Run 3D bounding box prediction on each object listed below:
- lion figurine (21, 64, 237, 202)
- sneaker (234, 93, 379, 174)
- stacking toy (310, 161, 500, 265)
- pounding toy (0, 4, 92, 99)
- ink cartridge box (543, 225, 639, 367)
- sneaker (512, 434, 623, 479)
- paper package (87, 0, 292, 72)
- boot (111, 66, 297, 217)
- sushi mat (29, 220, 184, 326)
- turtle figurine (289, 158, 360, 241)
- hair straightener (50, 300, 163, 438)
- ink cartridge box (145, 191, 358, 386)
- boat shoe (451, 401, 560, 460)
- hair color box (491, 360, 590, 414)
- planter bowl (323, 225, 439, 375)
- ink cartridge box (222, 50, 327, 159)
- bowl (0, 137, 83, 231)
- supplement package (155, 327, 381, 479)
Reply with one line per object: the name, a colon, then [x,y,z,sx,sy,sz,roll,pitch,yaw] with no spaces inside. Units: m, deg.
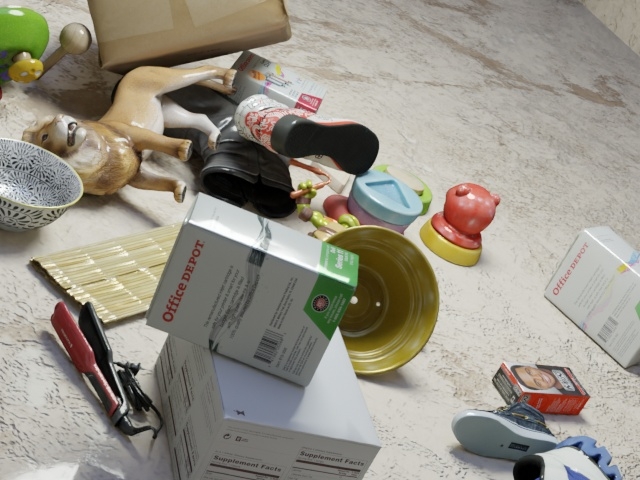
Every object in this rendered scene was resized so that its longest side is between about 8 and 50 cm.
lion figurine: [-0.292,-0.184,1.987,0.240,0.142,0.392,15,31,9]
sneaker: [-0.024,-0.182,2.118,0.145,0.090,0.270,28,14,36]
stacking toy: [0.151,-0.097,2.282,0.309,0.130,0.279,7,34,-35]
pounding toy: [-0.488,-0.277,2.021,0.237,0.183,0.110,-1,64,-48]
ink cartridge box: [0.524,0.097,2.249,0.093,0.154,0.212,-7,42,-48]
sneaker: [0.352,0.382,1.653,0.182,0.127,0.315,1,30,-35]
paper package: [-0.220,-0.399,2.178,0.324,0.168,0.309,-13,3,1]
boot: [-0.191,-0.166,2.125,0.338,0.118,0.223,14,36,-13]
sushi mat: [-0.251,0.042,1.800,0.151,0.019,0.316,41,31,22]
turtle figurine: [0.000,0.000,2.020,0.269,0.087,0.217,47,40,4]
hair straightener: [-0.249,0.159,1.566,0.089,0.047,0.230,-2,39,-43]
ink cartridge box: [-0.080,0.056,1.466,0.208,0.153,0.087,22,27,-7]
boat shoe: [0.257,0.268,1.822,0.183,0.065,0.083,21,25,-24]
hair color box: [0.345,0.231,1.977,0.141,0.043,0.072,7,34,-33]
planter bowl: [0.060,0.088,1.869,0.217,0.217,0.090,21,-7,-13]
ink cartridge box: [-0.099,-0.245,2.318,0.176,0.127,0.128,25,27,-2]
bowl: [-0.425,-0.064,1.763,0.170,0.080,0.170,22,27,-12]
supplement package: [-0.071,0.198,1.551,0.204,0.145,0.262,14,30,-23]
